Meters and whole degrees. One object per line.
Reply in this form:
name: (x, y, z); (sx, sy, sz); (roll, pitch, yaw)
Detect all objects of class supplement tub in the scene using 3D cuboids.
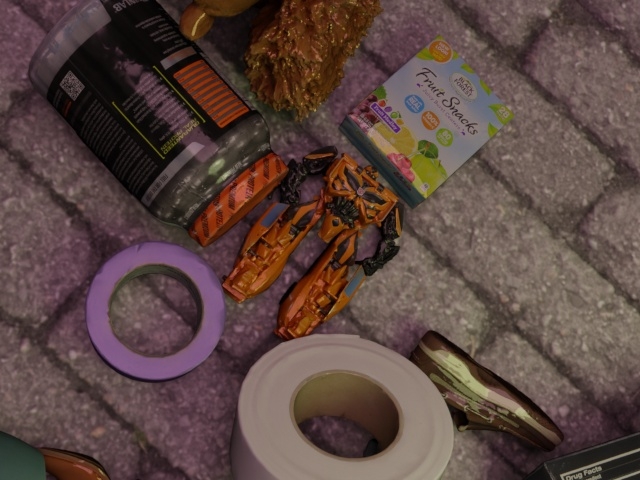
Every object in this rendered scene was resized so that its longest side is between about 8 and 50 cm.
supplement tub: (-0.214, -0.167, 1.333); (0.207, 0.207, 0.338); (-42, 89, -16)

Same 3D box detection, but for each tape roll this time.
tape roll: (0.026, 0.255, 1.274); (0.286, 0.100, 0.286); (7, 40, -6)
tape roll: (-0.227, 0.100, 1.342); (0.189, 0.080, 0.189); (2, 79, -12)

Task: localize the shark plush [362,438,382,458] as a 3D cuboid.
shark plush: (0.066, 0.339, 1.362); (0.161, 0.067, 0.073); (-39, 89, -17)

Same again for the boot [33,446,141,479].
boot: (-0.314, 0.366, 1.275); (0.197, 0.073, 0.152); (26, 79, -3)

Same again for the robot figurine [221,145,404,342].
robot figurine: (0.000, 0.000, 1.407); (0.211, 0.085, 0.291); (39, 74, -6)

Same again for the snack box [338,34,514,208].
snack box: (0.162, -0.182, 1.488); (0.207, 0.070, 0.174); (-43, 89, -18)

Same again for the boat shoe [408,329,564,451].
boat shoe: (0.230, 0.238, 1.418); (0.257, 0.095, 0.095); (37, 97, -4)

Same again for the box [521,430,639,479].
box: (0.447, 0.422, 1.315); (0.296, 0.183, 0.294); (-11, 63, -22)

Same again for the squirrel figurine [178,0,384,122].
squirrel figurine: (-0.063, -0.369, 1.315); (0.281, 0.370, 0.397); (-31, 113, 18)

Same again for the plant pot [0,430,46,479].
plant pot: (-0.448, 0.347, 1.147); (0.235, 0.293, 0.293); (3, 78, -19)
